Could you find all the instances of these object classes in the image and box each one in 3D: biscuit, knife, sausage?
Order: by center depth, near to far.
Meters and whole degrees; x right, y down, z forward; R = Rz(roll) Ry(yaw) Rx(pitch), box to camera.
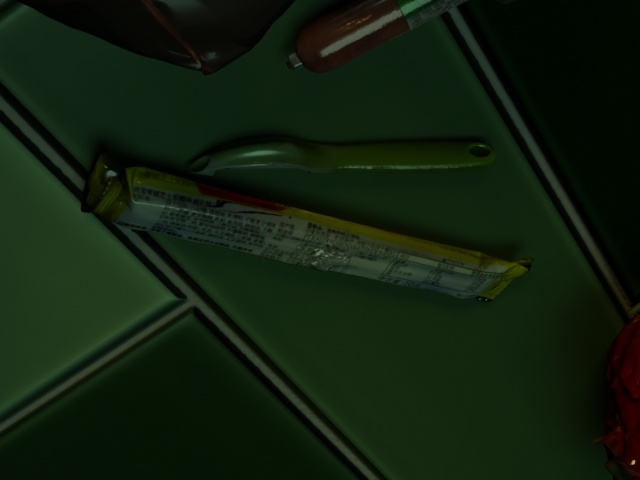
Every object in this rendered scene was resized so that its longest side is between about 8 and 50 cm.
[{"bbox_3d":[0.081,-0.144,0.606,0.223,0.029,0.029,-28,129,3],"label":"sausage"},{"bbox_3d":[0.016,-0.048,0.664,0.184,0.022,0.026,-2,153,-16],"label":"knife"},{"bbox_3d":[0.000,0.000,0.687,0.292,0.026,0.048,13,144,-27],"label":"biscuit"}]

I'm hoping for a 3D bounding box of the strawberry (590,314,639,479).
[{"bbox_3d":[0.322,0.115,0.759,0.277,0.257,0.257,-38,130,-8],"label":"strawberry"}]

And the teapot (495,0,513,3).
[{"bbox_3d":[0.059,-0.210,0.471,0.175,0.185,0.267,39,137,-3],"label":"teapot"}]

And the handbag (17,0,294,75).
[{"bbox_3d":[-0.103,-0.179,0.431,0.155,0.169,0.215,-43,126,-2],"label":"handbag"}]
